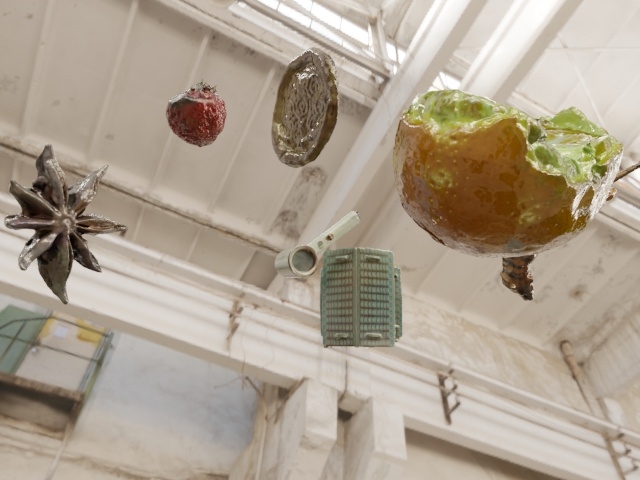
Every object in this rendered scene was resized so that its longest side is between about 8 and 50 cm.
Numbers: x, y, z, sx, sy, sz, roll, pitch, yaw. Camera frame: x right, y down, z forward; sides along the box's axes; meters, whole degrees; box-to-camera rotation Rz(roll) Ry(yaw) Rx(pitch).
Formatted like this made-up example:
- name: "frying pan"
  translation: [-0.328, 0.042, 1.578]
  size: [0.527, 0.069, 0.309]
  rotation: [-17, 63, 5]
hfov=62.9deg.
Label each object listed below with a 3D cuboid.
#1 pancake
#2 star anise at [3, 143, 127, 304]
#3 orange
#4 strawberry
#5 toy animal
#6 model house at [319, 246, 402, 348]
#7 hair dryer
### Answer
- name: "pancake"
  translation: [-0.036, -0.273, 1.071]
  size: [0.031, 0.250, 0.250]
  rotation: [3, -47, -33]
- name: "star anise"
  translation: [-0.351, -0.028, 0.719]
  size: [0.061, 0.180, 0.205]
  rotation: [1, -64, 35]
- name: "orange"
  translation: [0.184, -0.062, 0.526]
  size: [0.237, 0.179, 0.159]
  rotation: [-7, -76, -41]
- name: "strawberry"
  translation: [-0.194, -0.196, 0.833]
  size: [0.106, 0.106, 0.106]
  rotation: [1, -52, 1]
- name: "toy animal"
  translation: [0.348, -0.041, 0.750]
  size: [0.114, 0.116, 0.255]
  rotation: [42, -69, -13]
- name: "model house"
  translation: [0.096, 0.149, 1.250]
  size: [0.198, 0.224, 0.215]
  rotation: [-1, -15, 11]
- name: "hair dryer"
  translation: [0.000, 0.000, 1.249]
  size: [0.236, 0.131, 0.073]
  rotation: [-41, -81, -19]
